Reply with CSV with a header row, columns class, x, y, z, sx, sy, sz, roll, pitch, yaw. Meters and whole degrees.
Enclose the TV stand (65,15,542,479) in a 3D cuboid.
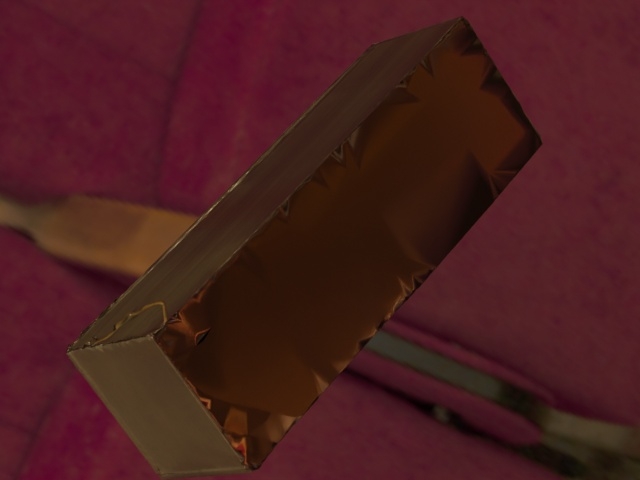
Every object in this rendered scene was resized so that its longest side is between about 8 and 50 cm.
class,x,y,z,sx,sy,sz,roll,pitch,yaw
TV stand,0.000,0.000,0.896,0.083,0.088,0.269,-11,30,51
